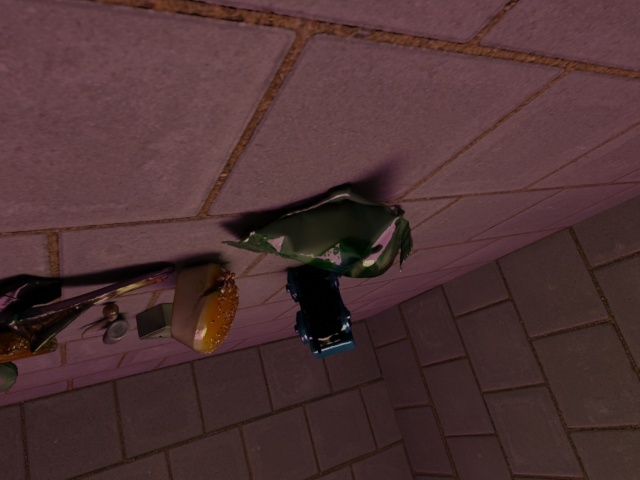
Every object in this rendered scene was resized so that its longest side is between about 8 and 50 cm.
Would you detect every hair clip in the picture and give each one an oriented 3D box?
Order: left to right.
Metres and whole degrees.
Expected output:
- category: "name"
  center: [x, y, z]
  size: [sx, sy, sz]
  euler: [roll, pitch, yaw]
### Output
- category: "hair clip"
  center: [-0.497, 0.133, 1.040]
  size: [0.358, 0.095, 0.110]
  euler: [-29, 148, -39]

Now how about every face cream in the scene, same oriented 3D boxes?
- category: "face cream"
  center: [-0.655, 0.297, 1.479]
  size: [0.084, 0.057, 0.198]
  euler: [-38, -177, -31]

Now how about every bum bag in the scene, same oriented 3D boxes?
- category: "bum bag"
  center: [-0.691, 0.147, 0.939]
  size: [0.310, 0.074, 0.137]
  euler: [-27, 167, -17]

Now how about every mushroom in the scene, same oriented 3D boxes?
- category: "mushroom"
  center: [-0.651, 0.242, 1.383]
  size: [0.068, 0.043, 0.306]
  euler: [11, 152, -34]

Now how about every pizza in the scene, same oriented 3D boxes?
- category: "pizza"
  center: [-0.835, 0.276, 1.221]
  size: [0.228, 0.081, 0.289]
  euler: [-22, 165, 41]

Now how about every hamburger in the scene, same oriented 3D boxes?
- category: "hamburger"
  center: [-0.294, 0.178, 1.202]
  size: [0.151, 0.227, 0.295]
  euler: [10, 163, -7]

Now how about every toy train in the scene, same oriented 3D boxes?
- category: "toy train"
  center: [0.006, 0.229, 1.529]
  size: [0.188, 0.300, 0.265]
  euler: [-17, 154, 1]

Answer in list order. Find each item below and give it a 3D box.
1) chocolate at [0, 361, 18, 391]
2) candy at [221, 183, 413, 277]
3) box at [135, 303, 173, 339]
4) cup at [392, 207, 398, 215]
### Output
- category: "chocolate"
  center: [-1.076, 0.418, 1.439]
  size: [0.110, 0.110, 0.291]
  euler: [-15, 162, -7]
- category: "candy"
  center: [0.000, 0.007, 1.037]
  size: [0.398, 0.172, 0.263]
  euler: [-6, 162, 9]
- category: "box"
  center: [-0.485, 0.271, 1.561]
  size: [0.129, 0.086, 0.225]
  euler: [-25, 162, 26]
- category: "cup"
  center: [0.137, -0.007, 1.227]
  size: [0.134, 0.173, 0.142]
  euler: [12, 172, 14]
